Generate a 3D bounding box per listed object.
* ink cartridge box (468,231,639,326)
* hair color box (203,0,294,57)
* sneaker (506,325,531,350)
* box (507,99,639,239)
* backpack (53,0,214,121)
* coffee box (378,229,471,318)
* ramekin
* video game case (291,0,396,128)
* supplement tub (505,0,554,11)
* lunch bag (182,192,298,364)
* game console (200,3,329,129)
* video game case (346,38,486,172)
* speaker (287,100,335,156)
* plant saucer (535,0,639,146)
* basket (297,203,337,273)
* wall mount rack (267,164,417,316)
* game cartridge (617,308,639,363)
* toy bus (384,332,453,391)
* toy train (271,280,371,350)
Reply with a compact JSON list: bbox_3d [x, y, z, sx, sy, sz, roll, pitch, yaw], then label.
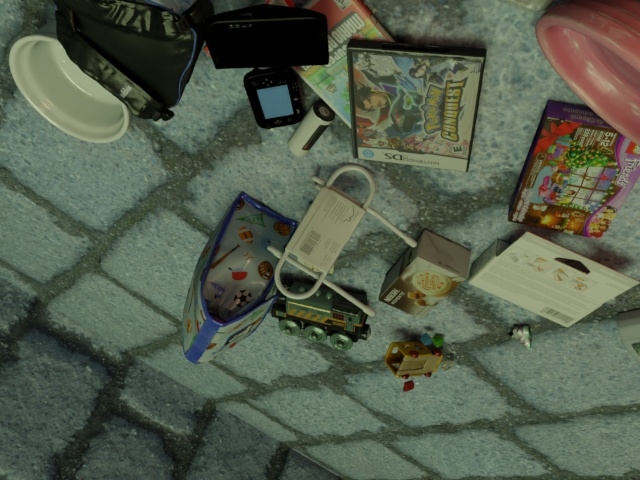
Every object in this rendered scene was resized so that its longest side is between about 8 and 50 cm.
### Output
[{"bbox_3d":[0.555,0.081,1.356,0.296,0.066,0.261,24,143,-5],"label":"ink cartridge box"},{"bbox_3d":[-0.137,-0.404,1.056,0.167,0.093,0.053,-18,129,39],"label":"hair color box"},{"bbox_3d":[0.578,0.281,1.627,0.069,0.038,0.098,0,130,28],"label":"sneaker"},{"bbox_3d":[0.512,-0.131,1.116,0.200,0.057,0.293,12,143,11],"label":"box"},{"bbox_3d":[-0.352,-0.413,1.054,0.263,0.213,0.276,22,138,-16],"label":"backpack"},{"bbox_3d":[0.271,0.095,1.483,0.141,0.098,0.246,25,143,-6],"label":"coffee box"},{"bbox_3d":[-0.531,-0.368,1.257,0.277,0.135,0.277,13,142,11],"label":"ramekin"},{"bbox_3d":[0.059,-0.344,1.094,0.285,0.025,0.204,41,139,-25],"label":"video game case"},{"bbox_3d":[0.326,-0.432,0.777,0.117,0.117,0.190,24,144,-4],"label":"supplement tub"},{"bbox_3d":[-0.243,0.129,1.537,0.238,0.386,0.328,27,142,-8],"label":"lunch bag"},{"bbox_3d":[-0.085,-0.319,1.079,0.213,0.044,0.361,-1,162,4],"label":"game console"},{"bbox_3d":[0.180,-0.256,1.095,0.248,0.035,0.275,10,143,14],"label":"video game case"},{"bbox_3d":[-0.023,-0.245,1.234,0.055,0.055,0.136,31,142,-13],"label":"speaker"},{"bbox_3d":[0.470,-0.243,0.828,0.332,0.332,0.084,38,106,-21],"label":"plant saucer"},{"bbox_3d":[0.000,0.000,1.484,0.103,0.113,0.167,12,143,8],"label":"basket"},{"bbox_3d":[0.055,0.010,1.335,0.304,0.350,0.130,31,174,6],"label":"wall mount rack"},{"bbox_3d":[0.907,0.269,1.438,0.294,0.060,0.196,39,144,-23],"label":"game cartridge"},{"bbox_3d":[0.309,0.377,1.816,0.104,0.191,0.202,48,170,49],"label":"toy bus"},{"bbox_3d":[0.000,0.223,1.760,0.333,0.142,0.190,13,131,13],"label":"toy train"}]
